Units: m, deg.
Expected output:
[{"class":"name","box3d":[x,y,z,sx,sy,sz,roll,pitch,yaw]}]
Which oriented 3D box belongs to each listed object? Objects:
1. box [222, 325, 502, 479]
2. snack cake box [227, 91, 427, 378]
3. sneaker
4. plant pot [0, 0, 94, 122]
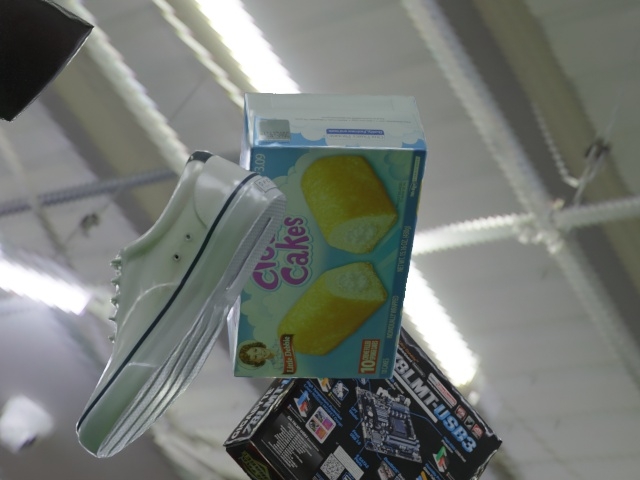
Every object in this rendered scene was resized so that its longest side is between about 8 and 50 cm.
[{"class":"box","box3d":[0.062,0.262,2.027,0.295,0.293,0.073,49,-38,-14]},{"class":"snack cake box","box3d":[0.000,0.000,1.411,0.152,0.089,0.264,0,-51,-8]},{"class":"sneaker","box3d":[-0.127,0.048,1.254,0.091,0.258,0.094,33,1,19]},{"class":"plant pot","box3d":[-0.444,-0.262,2.057,0.187,0.167,0.188,25,0,38]}]
